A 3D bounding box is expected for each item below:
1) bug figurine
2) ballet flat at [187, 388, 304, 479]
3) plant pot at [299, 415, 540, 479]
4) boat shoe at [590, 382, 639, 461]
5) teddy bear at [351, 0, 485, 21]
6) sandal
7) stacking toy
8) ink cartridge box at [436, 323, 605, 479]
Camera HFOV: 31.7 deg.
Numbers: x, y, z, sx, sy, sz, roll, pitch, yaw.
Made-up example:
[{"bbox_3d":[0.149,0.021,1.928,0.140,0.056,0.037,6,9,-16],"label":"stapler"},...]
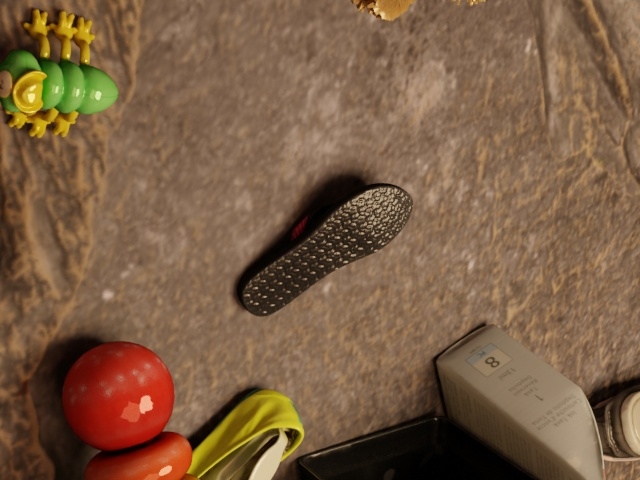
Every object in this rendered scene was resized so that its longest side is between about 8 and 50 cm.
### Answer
[{"bbox_3d":[-0.217,-0.161,0.715,0.216,0.072,0.279,-1,114,-39],"label":"bug figurine"},{"bbox_3d":[-0.104,0.230,1.018,0.231,0.077,0.077,-44,134,-10],"label":"ballet flat"},{"bbox_3d":[0.102,0.307,1.131,0.188,0.187,0.167,-12,114,-30],"label":"plant pot"},{"bbox_3d":[0.454,0.227,1.472,0.335,0.095,0.112,2,77,-43],"label":"boat shoe"},{"bbox_3d":[0.099,-0.312,0.880,0.338,0.113,0.245,-54,142,-12],"label":"teddy bear"},{"bbox_3d":[0.000,0.000,1.009,0.179,0.040,0.067,-33,126,-1],"label":"sandal"},{"bbox_3d":[-0.132,0.243,0.910,0.141,0.141,0.330,-19,97,-30],"label":"stacking toy"},{"bbox_3d":[0.286,0.300,1.156,0.091,0.385,0.308,-31,130,-20],"label":"ink cartridge box"}]
